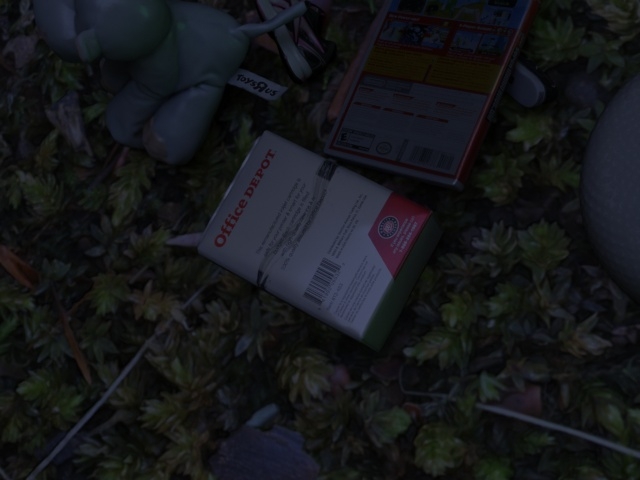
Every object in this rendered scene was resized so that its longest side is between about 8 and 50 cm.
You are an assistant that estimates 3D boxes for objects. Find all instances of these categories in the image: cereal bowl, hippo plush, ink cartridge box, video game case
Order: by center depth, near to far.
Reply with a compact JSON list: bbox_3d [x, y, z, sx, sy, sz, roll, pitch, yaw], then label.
[{"bbox_3d":[0.448,-0.073,1.152,0.339,0.141,0.339,-4,73,15],"label":"cereal bowl"},{"bbox_3d":[0.000,0.000,1.288,0.237,0.100,0.172,27,85,20],"label":"ink cartridge box"},{"bbox_3d":[0.139,-0.211,1.312,0.204,0.025,0.285,18,81,38],"label":"video game case"},{"bbox_3d":[-0.222,-0.224,1.313,0.294,0.236,0.234,14,91,35],"label":"hippo plush"}]

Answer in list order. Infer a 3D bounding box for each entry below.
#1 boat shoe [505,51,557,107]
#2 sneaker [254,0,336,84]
[{"bbox_3d":[0.232,-0.210,1.307,0.040,0.049,0.142,-11,51,-32],"label":"boat shoe"},{"bbox_3d":[-0.035,-0.290,1.403,0.077,0.072,0.178,-25,77,-3],"label":"sneaker"}]
